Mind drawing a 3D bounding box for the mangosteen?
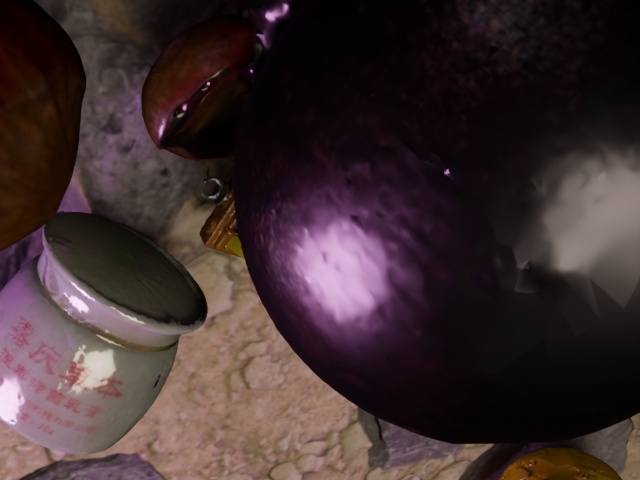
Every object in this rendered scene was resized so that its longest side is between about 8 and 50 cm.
[{"bbox_3d":[0.089,-0.086,0.629,0.435,0.382,0.382,37,108,-1],"label":"mangosteen"}]

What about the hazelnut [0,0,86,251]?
[{"bbox_3d":[-0.241,-0.075,0.656,0.170,0.160,0.202,34,69,-51],"label":"hazelnut"}]

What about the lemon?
[{"bbox_3d":[0.290,0.332,1.185,0.173,0.173,0.206,-48,142,15],"label":"lemon"}]

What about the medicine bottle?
[{"bbox_3d":[-0.180,0.069,0.782,0.147,0.147,0.143,23,112,-36],"label":"medicine bottle"}]

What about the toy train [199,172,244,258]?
[{"bbox_3d":[0.000,0.000,0.826,0.219,0.127,0.089,21,113,-36],"label":"toy train"}]
